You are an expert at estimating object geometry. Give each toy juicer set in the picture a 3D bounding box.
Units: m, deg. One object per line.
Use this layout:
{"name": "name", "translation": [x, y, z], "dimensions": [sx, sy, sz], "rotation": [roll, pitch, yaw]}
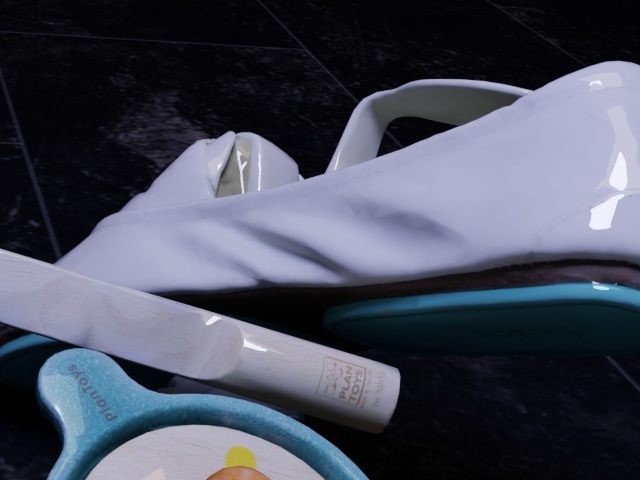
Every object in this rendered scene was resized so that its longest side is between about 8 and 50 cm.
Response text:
{"name": "toy juicer set", "translation": [0.000, 0.112, 0.519], "dimensions": [0.209, 0.089, 0.329], "rotation": [2, 49, -27]}

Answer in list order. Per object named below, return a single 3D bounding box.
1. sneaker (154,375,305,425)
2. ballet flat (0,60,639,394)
{"name": "sneaker", "translation": [-0.068, 0.141, 0.606], "dimensions": [0.106, 0.101, 0.267], "rotation": [30, 34, 15]}
{"name": "ballet flat", "translation": [0.000, 0.000, 0.718], "dimensions": [0.400, 0.139, 0.139], "rotation": [-10, 8, 37]}
